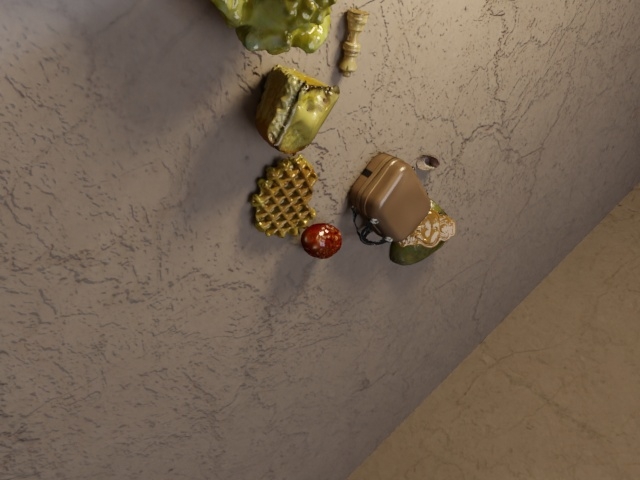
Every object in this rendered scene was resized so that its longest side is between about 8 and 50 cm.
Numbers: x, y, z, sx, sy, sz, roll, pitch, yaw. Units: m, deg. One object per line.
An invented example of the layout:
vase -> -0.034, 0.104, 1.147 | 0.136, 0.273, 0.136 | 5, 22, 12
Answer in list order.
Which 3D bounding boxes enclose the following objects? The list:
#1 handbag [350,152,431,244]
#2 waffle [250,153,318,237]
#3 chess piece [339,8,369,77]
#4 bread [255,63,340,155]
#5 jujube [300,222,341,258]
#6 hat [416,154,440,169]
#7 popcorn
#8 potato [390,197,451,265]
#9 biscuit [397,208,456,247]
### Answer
handbag -> 0.215, -0.112, 1.892 | 0.283, 0.149, 0.302 | -53, 144, -5
waffle -> -0.089, -0.125, 1.636 | 0.249, 0.056, 0.253 | 9, 110, -49
chess piece -> 0.085, -0.520, 1.517 | 0.060, 0.060, 0.172 | -17, 132, -38
bread -> -0.077, -0.320, 1.421 | 0.262, 0.162, 0.204 | -18, 132, -67
jujube -> 0.000, 0.000, 1.770 | 0.176, 0.109, 0.112 | 16, 86, -68
hat -> 0.380, -0.283, 2.024 | 0.087, 0.042, 0.058 | 2, 119, -8
popcorn -> -0.087, -0.508, 1.176 | 0.293, 0.293, 0.237 | -45, -177, -11
potato -> 0.386, 0.005, 2.190 | 0.255, 0.112, 0.269 | -48, 140, -6
biscuit -> 0.380, -0.044, 2.086 | 0.236, 0.040, 0.144 | 0, 106, -5
